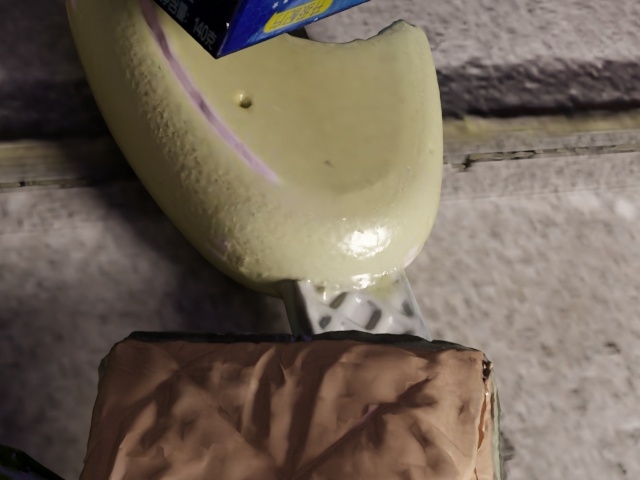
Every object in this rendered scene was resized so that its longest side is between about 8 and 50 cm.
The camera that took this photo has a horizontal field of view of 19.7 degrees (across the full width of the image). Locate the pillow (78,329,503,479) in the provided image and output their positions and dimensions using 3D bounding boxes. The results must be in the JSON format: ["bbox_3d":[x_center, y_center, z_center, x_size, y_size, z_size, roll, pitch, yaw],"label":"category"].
[{"bbox_3d":[-0.012,0.126,0.488,0.126,0.043,0.232,0,60,5],"label":"pillow"}]

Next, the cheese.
[{"bbox_3d":[0.000,0.001,0.599,0.127,0.050,0.235,-3,59,-27],"label":"cheese"}]

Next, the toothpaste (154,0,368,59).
[{"bbox_3d":[0.052,-0.150,0.681,0.076,0.066,0.320,44,43,17],"label":"toothpaste"}]

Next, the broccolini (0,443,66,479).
[{"bbox_3d":[-0.122,0.045,0.537,0.140,0.030,0.035,33,15,-6],"label":"broccolini"}]
